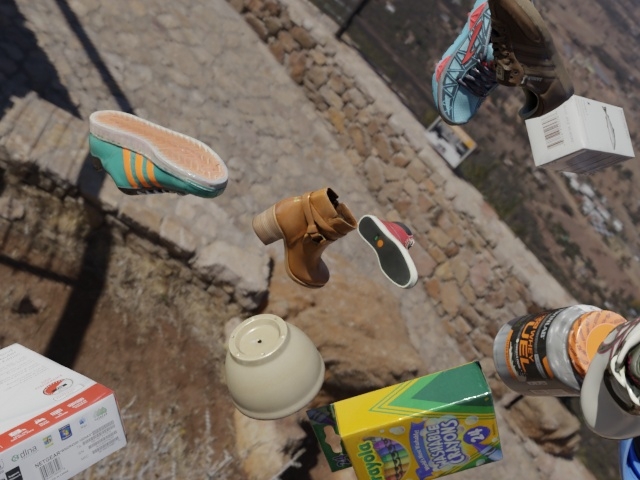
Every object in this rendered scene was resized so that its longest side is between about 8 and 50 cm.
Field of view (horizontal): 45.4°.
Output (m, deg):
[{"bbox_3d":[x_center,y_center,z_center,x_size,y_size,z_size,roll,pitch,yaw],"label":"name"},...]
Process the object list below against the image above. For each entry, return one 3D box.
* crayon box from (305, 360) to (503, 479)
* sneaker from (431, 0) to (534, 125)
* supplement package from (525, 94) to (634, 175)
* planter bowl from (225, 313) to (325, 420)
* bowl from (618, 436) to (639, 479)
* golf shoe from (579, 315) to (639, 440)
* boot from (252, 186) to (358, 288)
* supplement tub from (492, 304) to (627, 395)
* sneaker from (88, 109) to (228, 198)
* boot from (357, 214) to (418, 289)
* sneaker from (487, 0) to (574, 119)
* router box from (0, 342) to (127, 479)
[{"bbox_3d":[0.157,0.355,1.390,0.083,0.322,0.203,-103,175,-51],"label":"crayon box"},{"bbox_3d":[0.272,-0.304,1.283,0.104,0.262,0.125,13,28,-17],"label":"sneaker"},{"bbox_3d":[0.478,-0.191,1.409,0.179,0.105,0.105,1,74,-41],"label":"supplement package"},{"bbox_3d":[-0.084,0.187,1.211,0.162,0.162,0.109,-87,162,-49],"label":"planter bowl"},{"bbox_3d":[0.614,0.273,1.075,0.391,0.391,0.077,33,27,-16],"label":"bowl"},{"bbox_3d":[0.314,0.121,0.745,0.120,0.273,0.105,-19,58,-31],"label":"golf shoe"},{"bbox_3d":[0.000,0.000,1.268,0.197,0.152,0.073,45,35,-37],"label":"boot"},{"bbox_3d":[0.534,0.246,1.682,0.193,0.316,0.194,4,77,-16],"label":"supplement tub"},{"bbox_3d":[-0.287,-0.126,1.350,0.302,0.121,0.108,27,34,25],"label":"sneaker"},{"bbox_3d":[0.224,0.032,2.061,0.176,0.088,0.244,9,40,-46],"label":"boot"},{"bbox_3d":[0.231,-0.217,0.891,0.188,0.071,0.066,47,9,-31],"label":"sneaker"},{"bbox_3d":[-0.475,0.267,0.984,0.335,0.301,0.082,-26,114,-40],"label":"router box"}]
